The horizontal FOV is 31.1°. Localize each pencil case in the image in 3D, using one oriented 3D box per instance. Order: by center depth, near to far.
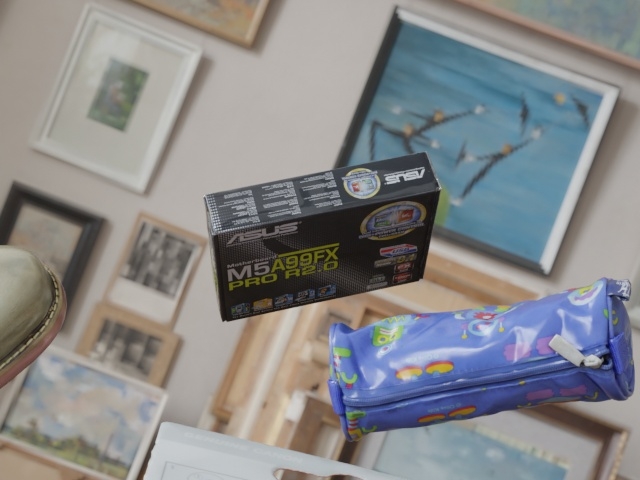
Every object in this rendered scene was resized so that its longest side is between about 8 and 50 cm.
[{"bbox_3d":[0.153,0.117,1.110,0.306,0.119,0.133,-11,5,15],"label":"pencil case"}]

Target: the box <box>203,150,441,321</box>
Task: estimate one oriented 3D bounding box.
[{"bbox_3d":[0.000,0.000,1.396,0.270,0.060,0.216,-11,-30,-9],"label":"box"}]

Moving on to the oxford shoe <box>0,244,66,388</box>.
[{"bbox_3d":[-0.367,0.069,0.779,0.397,0.146,0.140,-19,49,-24],"label":"oxford shoe"}]

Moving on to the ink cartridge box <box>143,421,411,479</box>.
[{"bbox_3d":[0.010,0.266,0.720,0.308,0.091,0.385,15,17,-4],"label":"ink cartridge box"}]
